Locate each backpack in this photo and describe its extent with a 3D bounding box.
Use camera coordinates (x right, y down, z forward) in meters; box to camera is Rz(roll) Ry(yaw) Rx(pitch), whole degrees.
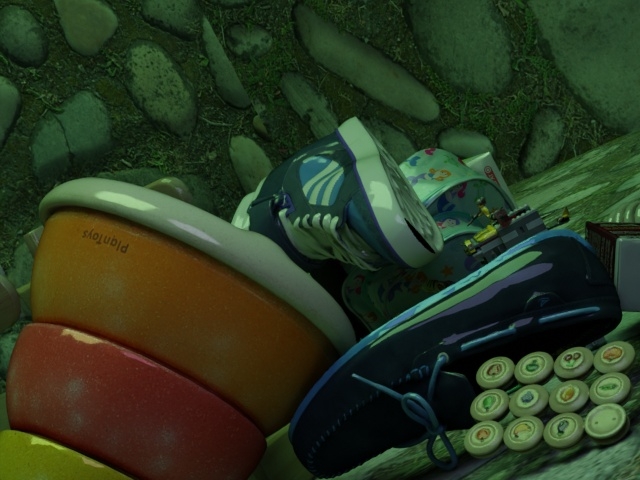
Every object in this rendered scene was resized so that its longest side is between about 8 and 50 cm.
[{"bbox_3d":[0.138,0.020,2.081,0.253,0.225,0.191,-48,43,-9],"label":"backpack"}]

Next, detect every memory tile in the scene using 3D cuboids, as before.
[{"bbox_3d":[0.195,0.135,1.401,0.148,0.012,0.113,-10,41,27],"label":"memory tile"}]

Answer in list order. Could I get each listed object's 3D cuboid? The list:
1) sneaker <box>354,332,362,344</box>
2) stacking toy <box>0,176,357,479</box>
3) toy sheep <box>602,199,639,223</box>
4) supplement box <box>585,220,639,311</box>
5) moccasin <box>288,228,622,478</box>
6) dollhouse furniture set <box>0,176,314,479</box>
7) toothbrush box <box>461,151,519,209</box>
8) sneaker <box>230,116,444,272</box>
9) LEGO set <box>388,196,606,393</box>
[{"bbox_3d":[0.050,0.119,2.267,0.076,0.065,0.166,-36,1,-21],"label":"sneaker"},{"bbox_3d":[-0.210,0.211,1.576,0.480,0.350,0.350,-62,15,-17],"label":"stacking toy"},{"bbox_3d":[0.394,-0.007,2.045,0.132,0.091,0.091,-33,-1,42],"label":"toy sheep"},{"bbox_3d":[0.341,0.024,1.636,0.130,0.073,0.239,2,4,1],"label":"supplement box"},{"bbox_3d":[0.122,0.122,1.522,0.342,0.117,0.137,-38,-35,10],"label":"moccasin"},{"bbox_3d":[-0.187,0.136,1.901,0.256,0.394,0.362,-26,4,34],"label":"dollhouse furniture set"},{"bbox_3d":[0.212,-0.006,2.457,0.122,0.206,0.283,-28,2,-9],"label":"toothbrush box"},{"bbox_3d":[0.000,-0.001,1.901,0.236,0.130,0.323,-38,27,8],"label":"sneaker"},{"bbox_3d":[0.174,0.060,1.846,0.255,0.192,0.331,-27,3,12],"label":"LEGO set"}]
